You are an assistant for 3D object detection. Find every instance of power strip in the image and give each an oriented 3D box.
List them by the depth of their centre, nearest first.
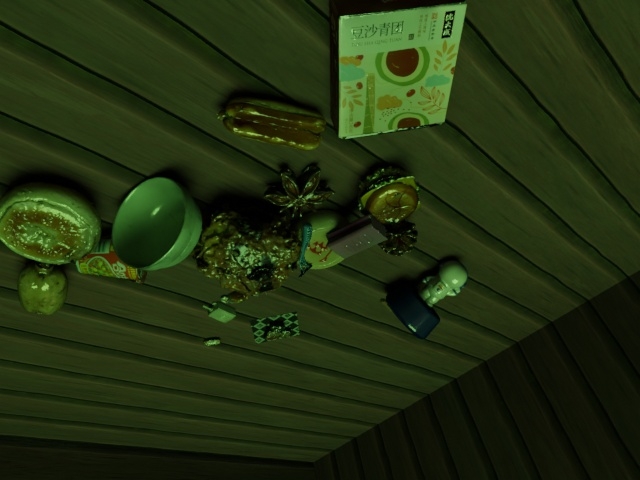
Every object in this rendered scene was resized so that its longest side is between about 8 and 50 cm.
[{"bbox_3d":[-0.459,0.317,2.196,0.075,0.042,0.175,-35,136,23],"label":"power strip"}]

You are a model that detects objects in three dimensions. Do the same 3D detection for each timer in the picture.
[{"bbox_3d":[0.529,0.247,2.305,0.383,0.270,0.270,-43,134,9],"label":"timer"}]

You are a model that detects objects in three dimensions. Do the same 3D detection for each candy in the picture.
[{"bbox_3d":[-0.349,0.245,2.147,0.181,0.047,0.053,-20,137,8],"label":"candy"}]

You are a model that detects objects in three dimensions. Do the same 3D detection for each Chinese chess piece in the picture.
[{"bbox_3d":[0.000,0.000,1.939,0.272,0.102,0.273,-8,139,-8],"label":"Chinese chess piece"}]

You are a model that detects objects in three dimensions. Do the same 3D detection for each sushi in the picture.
[{"bbox_3d":[-0.218,0.453,2.421,0.231,0.047,0.220,-10,139,-6],"label":"sushi"}]

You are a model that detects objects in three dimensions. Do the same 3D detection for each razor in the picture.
[{"bbox_3d":[-0.058,0.033,1.849,0.082,0.042,0.253,-43,153,-38],"label":"razor"}]

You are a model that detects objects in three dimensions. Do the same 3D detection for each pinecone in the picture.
[{"bbox_3d":[0.300,-0.020,1.960,0.150,0.179,0.195,-61,149,-7],"label":"pinecone"}]

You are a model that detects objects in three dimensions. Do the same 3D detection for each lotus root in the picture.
[{"bbox_3d":[-1.009,0.170,1.783,0.160,0.146,0.284,-4,138,-36],"label":"lotus root"}]

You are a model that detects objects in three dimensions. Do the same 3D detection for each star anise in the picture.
[{"bbox_3d":[-0.080,-0.182,1.721,0.214,0.099,0.220,-46,128,12],"label":"star anise"}]

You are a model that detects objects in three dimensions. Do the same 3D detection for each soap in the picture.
[{"bbox_3d":[0.134,-0.013,1.815,0.203,0.066,0.122,-26,140,30],"label":"soap"}]

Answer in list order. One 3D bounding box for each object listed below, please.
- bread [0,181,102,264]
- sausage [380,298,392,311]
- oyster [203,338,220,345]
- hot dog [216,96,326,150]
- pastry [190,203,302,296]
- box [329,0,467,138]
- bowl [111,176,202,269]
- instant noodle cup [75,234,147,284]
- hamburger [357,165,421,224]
[{"bbox_3d":[-0.854,-0.060,1.552,0.305,0.159,0.306,-7,129,-8],"label":"bread"},{"bbox_3d":[0.334,0.327,2.469,0.026,0.026,0.116,-29,137,15],"label":"sausage"},{"bbox_3d":[-0.530,0.493,2.391,0.083,0.019,0.054,-2,139,-18],"label":"oyster"},{"bbox_3d":[-0.146,-0.363,1.491,0.336,0.100,0.135,5,127,-24],"label":"hot dog"},{"bbox_3d":[-0.244,0.033,1.752,0.337,0.293,0.405,-32,140,19],"label":"pastry"},{"bbox_3d":[0.206,-0.503,1.422,0.344,0.122,0.386,-9,139,-6],"label":"box"},{"bbox_3d":[-0.511,-0.042,1.597,0.307,0.307,0.163,-30,155,16],"label":"bowl"},{"bbox_3d":[-0.733,0.057,1.728,0.211,0.193,0.193,1,137,-7],"label":"instant noodle cup"},{"bbox_3d":[0.253,-0.164,1.805,0.243,0.139,0.262,-18,139,6],"label":"hamburger"}]
